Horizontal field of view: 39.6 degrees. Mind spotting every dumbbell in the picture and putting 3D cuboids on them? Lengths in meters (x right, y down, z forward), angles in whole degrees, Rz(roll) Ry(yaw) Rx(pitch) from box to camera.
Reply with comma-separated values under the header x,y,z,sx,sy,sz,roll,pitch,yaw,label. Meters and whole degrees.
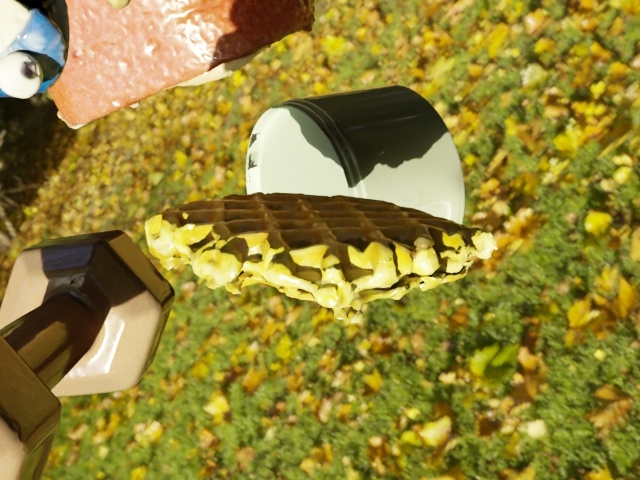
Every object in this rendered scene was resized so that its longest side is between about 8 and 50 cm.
x,y,z,sx,sy,sz,roll,pitch,yaw,label
-0.131,0.054,0.391,0.231,0.082,0.092,-66,-2,-78,dumbbell

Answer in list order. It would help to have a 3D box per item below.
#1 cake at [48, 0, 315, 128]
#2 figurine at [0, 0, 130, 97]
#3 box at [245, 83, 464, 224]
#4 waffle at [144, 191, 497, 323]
x,y,z,sx,sy,sz,roll,pitch,yaw,label
-0.147,-0.203,0.814,0.283,0.150,0.177,-14,24,27,cake
-0.143,-0.173,0.398,0.121,0.164,0.262,-23,50,35,figurine
0.033,-0.057,1.015,0.226,0.149,0.226,29,127,49,box
0.000,-0.002,0.709,0.254,0.245,0.052,13,107,39,waffle
